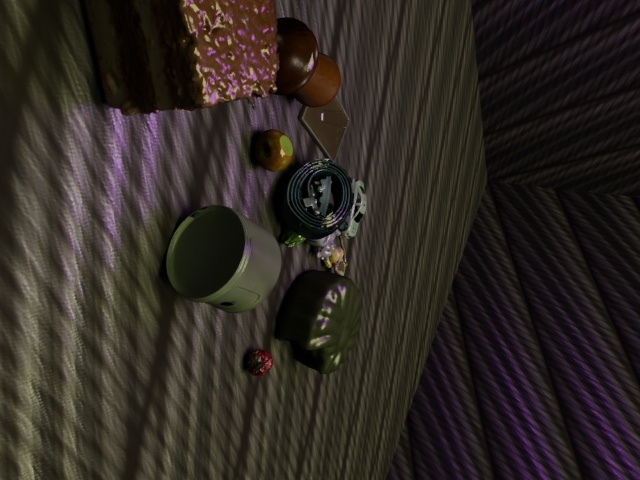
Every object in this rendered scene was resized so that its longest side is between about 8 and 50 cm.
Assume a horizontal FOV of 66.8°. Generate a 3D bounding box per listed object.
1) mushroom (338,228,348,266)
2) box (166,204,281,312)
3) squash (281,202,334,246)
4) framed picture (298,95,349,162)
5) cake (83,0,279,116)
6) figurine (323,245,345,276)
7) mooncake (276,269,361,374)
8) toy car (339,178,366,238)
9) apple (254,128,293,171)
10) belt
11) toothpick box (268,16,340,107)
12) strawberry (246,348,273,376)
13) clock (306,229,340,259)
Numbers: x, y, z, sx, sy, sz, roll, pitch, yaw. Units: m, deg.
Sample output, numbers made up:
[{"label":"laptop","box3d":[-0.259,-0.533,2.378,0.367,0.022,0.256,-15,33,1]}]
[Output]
[{"label":"mushroom","box3d":[0.076,-0.013,1.854,0.026,0.028,0.286,-18,123,-10]},{"label":"box","box3d":[-0.226,0.045,1.134,0.149,0.226,0.226,36,69,-58]},{"label":"squash","box3d":[-0.038,-0.053,1.546,0.219,0.077,0.068,-38,164,-23]},{"label":"framed picture","box3d":[0.020,-0.406,1.623,0.265,0.018,0.192,46,60,-55]},{"label":"cake","box3d":[-0.250,-0.381,0.884,0.255,0.290,0.282,-36,129,-52]},{"label":"figurine","box3d":[0.052,0.098,1.797,0.083,0.083,0.187,-44,137,-46]},{"label":"mooncake","box3d":[0.013,0.277,1.677,0.351,0.187,0.351,-22,116,-55]},{"label":"toy car","box3d":[0.127,-0.118,1.831,0.090,0.076,0.224,22,74,-66]},{"label":"apple","box3d":[-0.129,-0.247,1.337,0.102,0.099,0.114,-15,88,-60]},{"label":"belt","box3d":[-0.006,-0.133,1.487,0.116,0.206,0.268,128,-15,-62]},{"label":"toothpick box","box3d":[-0.061,-0.464,1.303,0.294,0.192,0.192,0,100,-67]},{"label":"strawberry","box3d":[-0.183,0.367,1.476,0.096,0.083,0.083,-28,123,-62]},{"label":"clock","box3d":[0.001,0.000,1.662,0.176,0.080,0.117,30,73,-60]}]
